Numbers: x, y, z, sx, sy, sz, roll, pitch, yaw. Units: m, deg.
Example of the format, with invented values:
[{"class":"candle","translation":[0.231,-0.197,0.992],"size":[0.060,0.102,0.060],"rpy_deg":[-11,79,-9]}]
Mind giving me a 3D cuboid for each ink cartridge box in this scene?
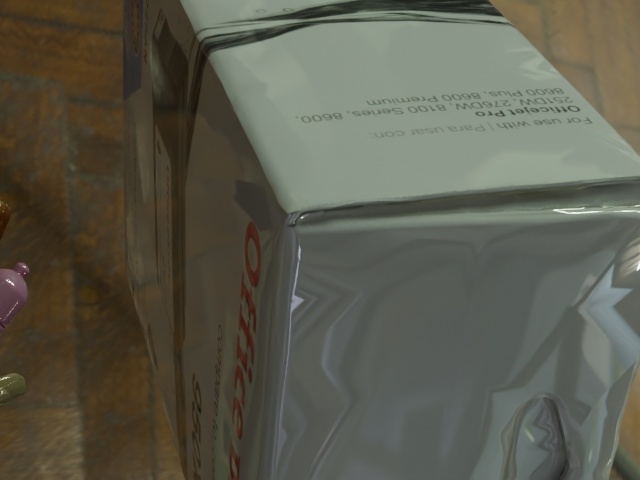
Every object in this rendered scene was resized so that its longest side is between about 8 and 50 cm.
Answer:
[{"class":"ink cartridge box","translation":[0.000,0.000,0.714],"size":[0.166,0.395,0.285],"rpy_deg":[-5,123,-16]}]

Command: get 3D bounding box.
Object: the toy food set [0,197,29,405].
[{"class":"toy food set","translation":[-0.142,0.012,0.488],"size":[0.078,0.019,0.122],"rpy_deg":[-24,126,-41]}]
